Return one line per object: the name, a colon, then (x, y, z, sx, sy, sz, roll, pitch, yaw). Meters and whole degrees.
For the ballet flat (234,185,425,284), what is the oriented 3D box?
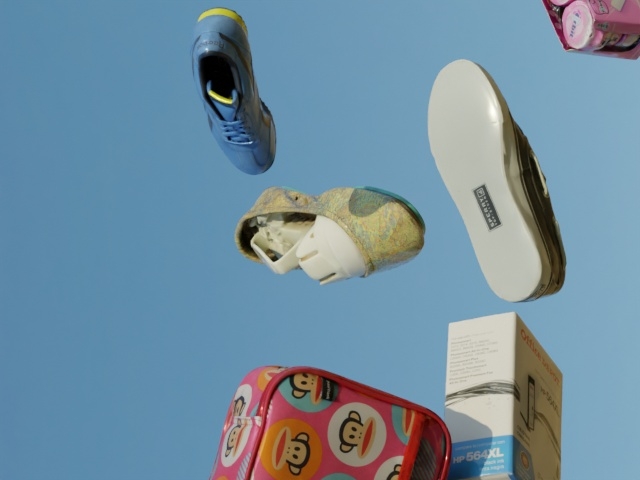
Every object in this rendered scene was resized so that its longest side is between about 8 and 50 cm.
ballet flat: (0.000, 0.000, 2.078, 0.123, 0.348, 0.123, -3, -84, -29)

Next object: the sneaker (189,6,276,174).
sneaker: (-0.095, -0.138, 1.784, 0.082, 0.069, 0.209, -83, -15, -47)

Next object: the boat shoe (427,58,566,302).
boat shoe: (0.156, -0.052, 1.498, 0.070, 0.078, 0.219, -5, -103, -53)

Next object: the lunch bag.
lunch bag: (0.009, 0.288, 1.716, 0.258, 0.120, 0.293, 22, -102, -24)

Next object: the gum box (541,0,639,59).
gum box: (0.300, -0.288, 1.917, 0.107, 0.062, 0.188, 1, -124, -33)

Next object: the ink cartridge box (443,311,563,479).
ink cartridge box: (0.200, 0.201, 1.865, 0.148, 0.086, 0.203, 49, -143, -45)
